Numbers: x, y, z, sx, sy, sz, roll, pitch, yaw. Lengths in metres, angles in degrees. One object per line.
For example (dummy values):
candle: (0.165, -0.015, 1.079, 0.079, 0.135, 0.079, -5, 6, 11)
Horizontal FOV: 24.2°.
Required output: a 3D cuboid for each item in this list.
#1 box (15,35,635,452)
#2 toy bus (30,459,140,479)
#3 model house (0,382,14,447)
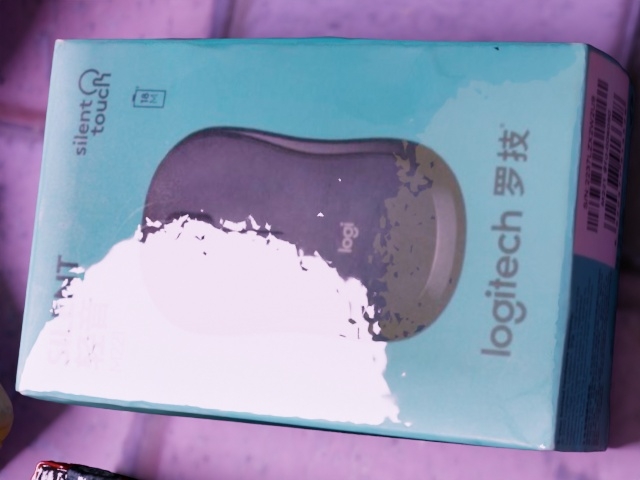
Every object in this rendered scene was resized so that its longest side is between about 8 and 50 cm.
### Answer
box: (0.000, 0.000, 0.794, 0.311, 0.118, 0.205, 4, 83, 23)
toy bus: (-0.069, 0.178, 0.813, 0.195, 0.089, 0.081, 11, 88, 25)
model house: (-0.306, 0.085, 0.880, 0.234, 0.175, 0.193, -38, 70, 17)
